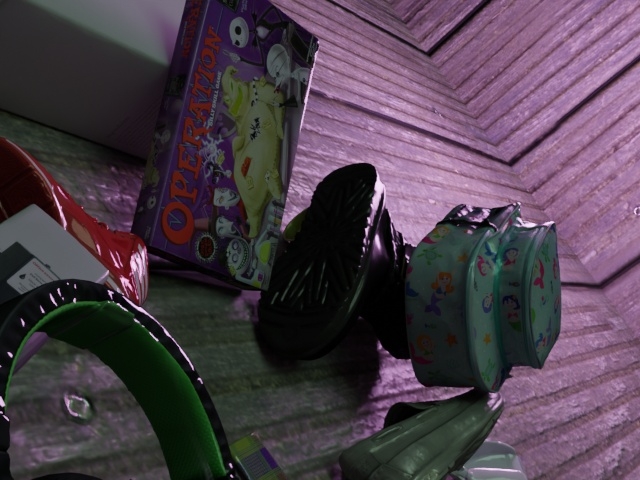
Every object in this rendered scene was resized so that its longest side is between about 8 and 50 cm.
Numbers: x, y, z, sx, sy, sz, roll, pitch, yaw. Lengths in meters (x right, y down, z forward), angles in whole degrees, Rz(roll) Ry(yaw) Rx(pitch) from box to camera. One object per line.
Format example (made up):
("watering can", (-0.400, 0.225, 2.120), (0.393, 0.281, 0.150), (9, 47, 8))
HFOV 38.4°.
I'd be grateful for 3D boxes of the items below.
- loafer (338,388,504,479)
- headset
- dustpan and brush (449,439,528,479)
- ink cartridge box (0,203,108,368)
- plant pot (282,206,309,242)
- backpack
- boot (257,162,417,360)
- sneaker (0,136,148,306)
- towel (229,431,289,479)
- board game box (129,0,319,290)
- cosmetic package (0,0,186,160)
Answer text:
("loafer", (0.136, 0.239, 1.147), (0.111, 0.112, 0.319), (39, 26, 19))
("headset", (-0.090, 0.198, 0.507), (0.243, 0.185, 0.394), (37, 35, -56))
("dustpan and brush", (0.207, 0.321, 1.235), (0.211, 0.060, 0.147), (8, 38, -17))
("ink cartridge box", (-0.261, 0.077, 0.645), (0.087, 0.153, 0.208), (46, 22, -6))
("plant pot", (0.000, 0.000, 1.360), (0.079, 0.083, 0.083), (53, 19, -25))
("backpack", (0.212, 0.080, 1.212), (0.253, 0.191, 0.225), (-30, 117, -52))
("boot", (0.059, 0.089, 1.253), (0.260, 0.131, 0.348), (63, 37, -33))
("sneaker", (-0.253, -0.007, 0.912), (0.221, 0.087, 0.128), (60, 13, -7))
("towel", (-0.060, 0.239, 0.943), (0.083, 0.009, 0.060), (53, 23, 12))
("board game box", (-0.108, -0.130, 1.115), (0.208, 0.056, 0.347), (23, 73, -46))
("cosmetic package", (-0.279, -0.247, 1.118), (0.385, 0.156, 0.217), (18, 40, -54))
